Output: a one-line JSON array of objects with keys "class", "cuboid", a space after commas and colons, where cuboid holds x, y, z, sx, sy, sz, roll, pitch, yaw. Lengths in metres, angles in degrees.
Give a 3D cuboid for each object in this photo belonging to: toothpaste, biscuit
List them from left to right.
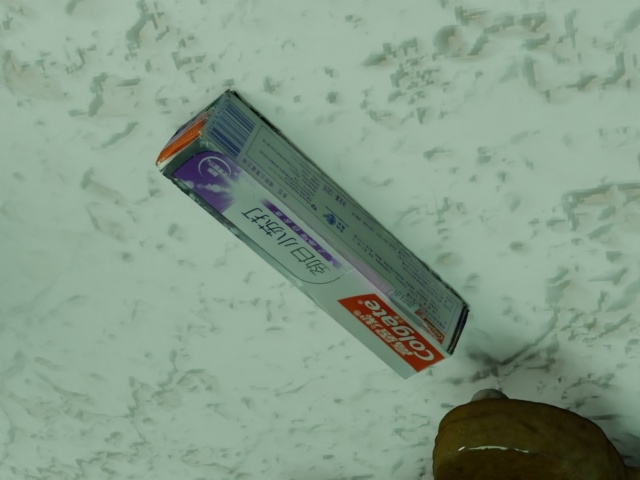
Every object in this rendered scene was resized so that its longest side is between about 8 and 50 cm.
[{"class": "toothpaste", "cuboid": [0.000, 0.000, 0.654, 0.196, 0.040, 0.047, 41, 131, -20]}, {"class": "biscuit", "cuboid": [0.093, 0.241, 0.816, 0.283, 0.064, 0.432, 22, 134, -15]}]
